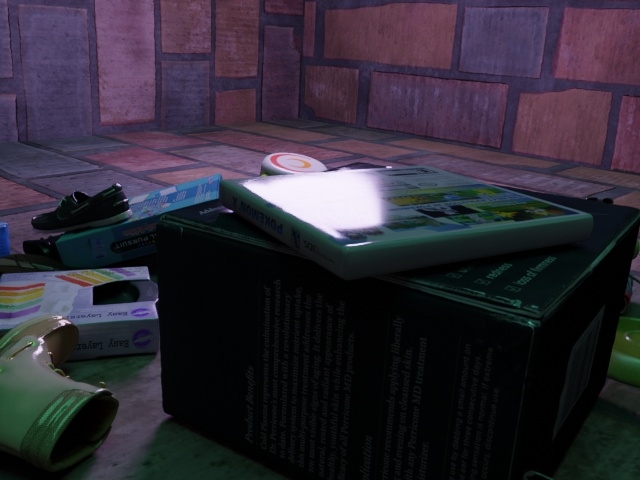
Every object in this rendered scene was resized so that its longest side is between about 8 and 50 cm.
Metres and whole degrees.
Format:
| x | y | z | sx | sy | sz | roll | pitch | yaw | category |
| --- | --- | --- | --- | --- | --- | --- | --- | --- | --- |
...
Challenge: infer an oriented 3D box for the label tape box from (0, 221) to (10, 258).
| x | y | z | sx | sy | sz | roll | pitch | yaw | category |
| --- | --- | --- | --- | --- | --- | --- | --- | --- | --- |
| -0.821 | 0.015 | 1.318 | 0.334 | 0.105 | 0.241 | 10 | 18 | 24 | label tape box |

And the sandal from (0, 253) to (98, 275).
| x | y | z | sx | sy | sz | roll | pitch | yaw | category |
| --- | --- | --- | --- | --- | --- | --- | --- | --- | --- |
| -0.498 | 0.077 | 1.271 | 0.219 | 0.060 | 0.090 | 12 | 19 | -23 | sandal |

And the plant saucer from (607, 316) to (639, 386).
| x | y | z | sx | sy | sz | roll | pitch | yaw | category |
| --- | --- | --- | --- | --- | --- | --- | --- | --- | --- |
| 0.550 | 0.182 | 1.145 | 0.241 | 0.037 | 0.241 | 3 | 17 | -1 | plant saucer |

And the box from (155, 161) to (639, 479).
| x | y | z | sx | sy | sz | roll | pitch | yaw | category |
| --- | --- | --- | --- | --- | --- | --- | --- | --- | --- |
| 0.117 | 0.093 | 0.916 | 0.472 | 0.297 | 0.480 | 16 | 22 | 32 | box |

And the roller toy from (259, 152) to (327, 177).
| x | y | z | sx | sy | sz | roll | pitch | yaw | category |
| --- | --- | --- | --- | --- | --- | --- | --- | --- | --- |
| -0.078 | -0.153 | 1.922 | 0.209 | 0.146 | 0.191 | 6 | 26 | -10 | roller toy |

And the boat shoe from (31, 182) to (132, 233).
| x | y | z | sx | sy | sz | roll | pitch | yaw | category |
| --- | --- | --- | --- | --- | --- | --- | --- | --- | --- |
| -0.502 | -0.066 | 1.401 | 0.233 | 0.079 | 0.084 | -10 | 21 | 19 | boat shoe |

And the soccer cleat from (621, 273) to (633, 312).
| x | y | z | sx | sy | sz | roll | pitch | yaw | category |
| --- | --- | --- | --- | --- | --- | --- | --- | --- | --- |
| 0.565 | 0.106 | 1.309 | 0.248 | 0.083 | 0.095 | 3 | 32 | -49 | soccer cleat |

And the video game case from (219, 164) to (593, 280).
| x | y | z | sx | sy | sz | roll | pitch | yaw | category |
| --- | --- | --- | --- | --- | --- | --- | --- | --- | --- |
| 0.088 | -0.036 | 0.792 | 0.329 | 0.036 | 0.300 | -7 | 20 | -29 | video game case |

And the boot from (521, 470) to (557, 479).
| x | y | z | sx | sy | sz | roll | pitch | yaw | category |
| --- | --- | --- | --- | --- | --- | --- | --- | --- | --- |
| 0.147 | 0.263 | 0.524 | 0.248 | 0.206 | 0.090 | 18 | 23 | 40 | boot |

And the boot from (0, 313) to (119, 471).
| x | y | z | sx | sy | sz | roll | pitch | yaw | category |
| --- | --- | --- | --- | --- | --- | --- | --- | --- | --- |
| -0.341 | 0.187 | 0.868 | 0.203 | 0.095 | 0.262 | 8 | 20 | 16 | boot |

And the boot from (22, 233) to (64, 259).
| x | y | z | sx | sy | sz | roll | pitch | yaw | category |
| --- | --- | --- | --- | --- | --- | --- | --- | --- | --- |
| -0.576 | 0.016 | 1.465 | 0.099 | 0.045 | 0.121 | -11 | 20 | -43 | boot |

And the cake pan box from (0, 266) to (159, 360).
| x | y | z | sx | sy | sz | roll | pitch | yaw | category |
| --- | --- | --- | --- | --- | --- | --- | --- | --- | --- |
| -0.403 | 0.118 | 1.129 | 0.267 | 0.070 | 0.246 | -2 | 20 | -17 | cake pan box |

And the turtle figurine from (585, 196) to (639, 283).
| x | y | z | sx | sy | sz | roll | pitch | yaw | category |
| --- | --- | --- | --- | --- | --- | --- | --- | --- | --- |
| 0.429 | 0.056 | 1.170 | 0.198 | 0.274 | 0.266 | -44 | 28 | -13 | turtle figurine |

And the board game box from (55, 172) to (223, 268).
| x | y | z | sx | sy | sz | roll | pitch | yaw | category |
| --- | --- | --- | --- | --- | --- | --- | --- | --- | --- |
| -0.372 | -0.043 | 1.479 | 0.336 | 0.079 | 0.254 | -16 | 19 | -1 | board game box |
